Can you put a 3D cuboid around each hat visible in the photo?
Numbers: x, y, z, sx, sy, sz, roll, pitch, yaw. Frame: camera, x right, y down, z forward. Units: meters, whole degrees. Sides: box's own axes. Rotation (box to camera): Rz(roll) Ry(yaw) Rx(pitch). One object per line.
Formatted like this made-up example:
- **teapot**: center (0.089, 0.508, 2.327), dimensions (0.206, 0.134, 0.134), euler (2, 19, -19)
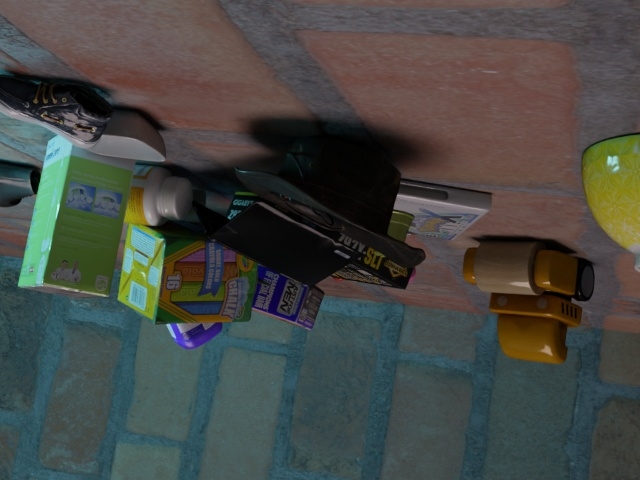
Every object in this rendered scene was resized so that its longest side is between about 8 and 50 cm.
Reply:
- **hat**: center (0.034, -0.084, 1.466), dimensions (0.331, 0.134, 0.331), euler (26, 174, 3)

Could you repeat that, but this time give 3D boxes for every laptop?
- **laptop**: center (-0.088, -0.023, 1.745), dimensions (0.234, 0.136, 0.264), euler (29, -167, -27)

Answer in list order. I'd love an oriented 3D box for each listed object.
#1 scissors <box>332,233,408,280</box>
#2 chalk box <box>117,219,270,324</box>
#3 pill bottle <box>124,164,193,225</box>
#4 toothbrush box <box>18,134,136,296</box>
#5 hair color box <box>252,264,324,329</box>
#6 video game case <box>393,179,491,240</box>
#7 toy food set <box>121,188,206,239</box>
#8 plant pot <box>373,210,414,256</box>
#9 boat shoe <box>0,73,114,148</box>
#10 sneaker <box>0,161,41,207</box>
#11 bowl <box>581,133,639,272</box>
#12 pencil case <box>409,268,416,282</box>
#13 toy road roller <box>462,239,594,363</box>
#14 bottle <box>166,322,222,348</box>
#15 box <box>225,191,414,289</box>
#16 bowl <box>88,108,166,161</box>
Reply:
- **scissors**: center (0.100, 0.000, 2.191), dimensions (0.021, 0.109, 0.297), euler (2, 153, -39)
- **chalk box**: center (-0.241, 0.062, 1.929), dimensions (0.289, 0.179, 0.180), euler (1, -167, -37)
- **pill bottle**: center (-0.365, -0.091, 1.836), dimensions (0.215, 0.117, 0.117), euler (6, 170, 16)
- **toothbrush box**: center (-0.431, -0.046, 1.661), dimensions (0.122, 0.283, 0.206), euler (13, 170, -28)
- **hair color box**: center (-0.176, 0.104, 2.203), dimensions (0.339, 0.110, 0.185), euler (16, 173, 13)
- **video game case**: center (0.142, -0.063, 1.783), dimensions (0.300, 0.036, 0.329), euler (9, 171, -2)
- **toy food set**: center (-0.397, -0.067, 2.092), dimensions (0.220, 0.092, 0.306), euler (1, 167, -20)
- **plant pot**: center (0.130, -0.010, 1.760), dimensions (0.083, 0.079, 0.083), euler (8, 170, 1)
- **boat shoe**: center (-0.394, -0.208, 1.367), dimensions (0.183, 0.065, 0.083), euler (25, 138, -21)
- **sneaker**: center (-0.672, -0.114, 2.088), dimensions (0.118, 0.083, 0.222), euler (8, 170, 0)
- **bowl**: center (0.495, -0.031, 1.281), dimensions (0.290, 0.156, 0.289), euler (9, 171, 2)
- **pencil case**: center (0.164, 0.051, 2.297), dimensions (0.095, 0.098, 0.209), euler (-40, 156, 9)
- **toy road roller**: center (0.464, 0.142, 2.082), dimensions (0.203, 0.240, 0.329), euler (1, 168, 37)
- **bottle**: center (-0.313, 0.099, 2.059), dimensions (0.118, 0.282, 0.092), euler (-33, -151, -24)
- **box**: center (0.000, 0.000, 1.928), dimensions (0.322, 0.079, 0.257), euler (28, 170, -32)
- **bowl**: center (-0.326, -0.173, 1.506), dimensions (0.142, 0.053, 0.142), euler (6, 170, 12)
